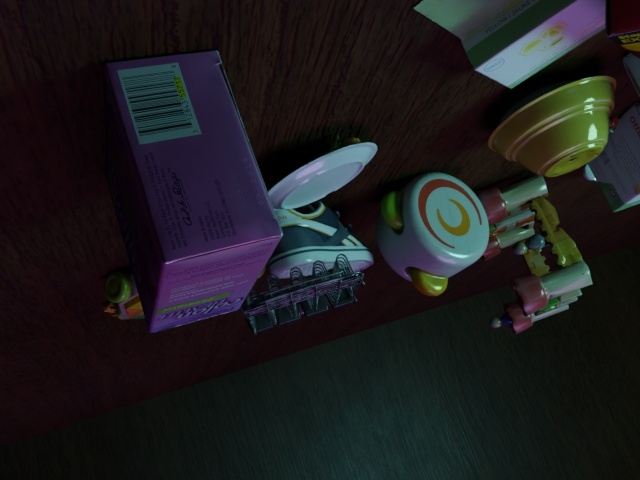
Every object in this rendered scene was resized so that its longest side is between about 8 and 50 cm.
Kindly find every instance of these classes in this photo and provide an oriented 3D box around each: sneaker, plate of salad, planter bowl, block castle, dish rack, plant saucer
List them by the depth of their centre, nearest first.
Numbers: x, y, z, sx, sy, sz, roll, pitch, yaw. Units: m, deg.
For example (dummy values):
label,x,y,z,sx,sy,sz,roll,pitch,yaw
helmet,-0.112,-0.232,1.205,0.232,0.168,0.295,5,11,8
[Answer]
label,x,y,z,sx,sy,sz,roll,pitch,yaw
plate of salad,-0.007,-0.102,0.990,0.199,0.048,0.200,-27,171,-4
dish rack,-0.034,0.083,1.048,0.208,0.074,0.271,-18,167,-6
planter bowl,0.389,-0.163,1.054,0.217,0.090,0.217,-18,164,-6
plant saucer,0.369,-0.216,1.086,0.195,0.037,0.195,-18,164,-5
sneaker,0.000,0.000,1.183,0.126,0.127,0.321,-24,166,20
block castle,0.464,0.049,1.575,0.212,0.303,0.453,-22,163,7
sneaker,0.683,-0.162,1.594,0.158,0.061,0.065,-9,167,-32

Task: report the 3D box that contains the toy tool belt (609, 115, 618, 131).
label,x,y,z,sx,sy,sz,roll,pitch,yaw
toy tool belt,0.513,-0.224,1.231,0.083,0.052,0.051,-7,-169,-28

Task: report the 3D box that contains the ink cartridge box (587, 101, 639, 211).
label,x,y,z,sx,sy,sz,roll,pitch,yaw
ink cartridge box,0.660,-0.175,1.351,0.093,0.154,0.212,-17,163,-10

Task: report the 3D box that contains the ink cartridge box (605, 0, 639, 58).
label,x,y,z,sx,sy,sz,roll,pitch,yaw
ink cartridge box,0.460,-0.276,0.643,0.309,0.130,0.272,0,180,42

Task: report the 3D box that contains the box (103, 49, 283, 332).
label,x,y,z,sx,sy,sz,roll,pitch,yaw
box,-0.153,-0.042,0.715,0.117,0.214,0.243,-14,163,-21

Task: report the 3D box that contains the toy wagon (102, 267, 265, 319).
label,x,y,z,sx,sy,sz,roll,pitch,yaw
toy wagon,-0.274,0.088,1.238,0.344,0.068,0.267,-29,161,27

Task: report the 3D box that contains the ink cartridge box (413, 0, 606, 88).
label,x,y,z,sx,sy,sz,roll,pitch,yaw
ink cartridge box,0.239,-0.264,0.755,0.171,0.056,0.235,-31,163,33

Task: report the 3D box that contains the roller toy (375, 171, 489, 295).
label,x,y,z,sx,sy,sz,roll,pitch,yaw
roller toy,0.210,-0.017,1.250,0.191,0.209,0.146,-34,175,-36

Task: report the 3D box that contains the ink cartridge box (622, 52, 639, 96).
label,x,y,z,sx,sy,sz,roll,pitch,yaw
ink cartridge box,0.715,-0.295,1.026,0.384,0.160,0.279,-7,159,-38
